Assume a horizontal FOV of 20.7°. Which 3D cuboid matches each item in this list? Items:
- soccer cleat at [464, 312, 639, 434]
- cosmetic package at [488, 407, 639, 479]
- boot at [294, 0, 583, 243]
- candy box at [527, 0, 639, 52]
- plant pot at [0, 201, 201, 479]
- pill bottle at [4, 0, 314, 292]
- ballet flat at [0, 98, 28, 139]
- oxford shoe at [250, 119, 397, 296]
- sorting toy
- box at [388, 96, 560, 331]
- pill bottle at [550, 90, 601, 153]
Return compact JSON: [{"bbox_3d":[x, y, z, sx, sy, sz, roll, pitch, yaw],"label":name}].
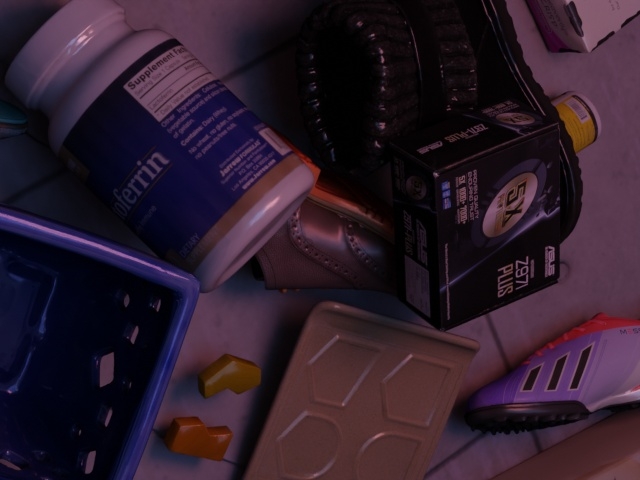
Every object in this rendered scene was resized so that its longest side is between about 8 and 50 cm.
[{"bbox_3d":[0.288,0.142,1.956,0.318,0.108,0.116,-8,80,-28],"label":"soccer cleat"},{"bbox_3d":[0.287,0.321,1.962,0.309,0.113,0.160,-24,108,-26],"label":"cosmetic package"},{"bbox_3d":[0.116,-0.104,1.744,0.260,0.131,0.348,-39,107,-50],"label":"boot"},{"bbox_3d":[0.320,-0.331,1.917,0.233,0.071,0.159,-37,113,-23],"label":"candy box"},{"bbox_3d":[-0.276,0.083,1.518,0.236,0.212,0.236,19,93,-32],"label":"plant pot"},{"bbox_3d":[-0.146,-0.093,1.567,0.265,0.153,0.153,44,71,4],"label":"pill bottle"},{"bbox_3d":[-0.353,-0.112,1.550,0.188,0.070,0.070,18,87,-30],"label":"ballet flat"},{"bbox_3d":[0.000,0.000,1.754,0.364,0.130,0.133,33,97,-24],"label":"oxford shoe"},{"bbox_3d":[-0.001,0.168,1.788,0.307,0.041,0.229,17,104,-32],"label":"sorting toy"},{"bbox_3d":[0.149,-0.025,1.674,0.147,0.077,0.180,-21,125,-26],"label":"box"},{"bbox_3d":[0.244,-0.111,1.905,0.116,0.065,0.065,-31,111,-24],"label":"pill bottle"}]
